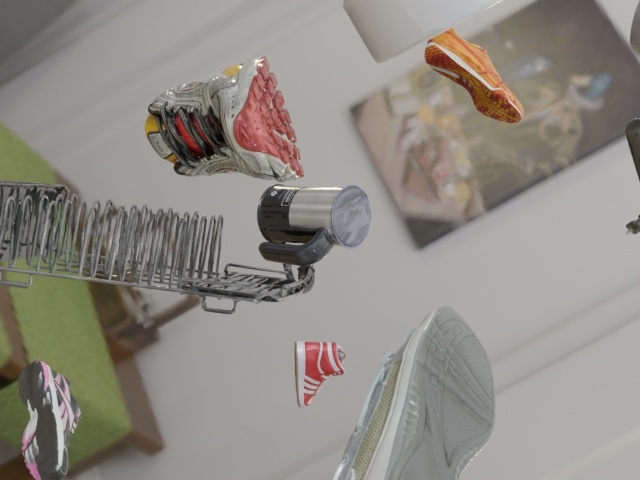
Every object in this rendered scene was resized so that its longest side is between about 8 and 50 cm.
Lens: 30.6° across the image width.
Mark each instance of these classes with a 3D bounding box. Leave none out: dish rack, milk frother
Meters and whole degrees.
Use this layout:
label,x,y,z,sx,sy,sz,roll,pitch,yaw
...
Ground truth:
label,x,y,z,sx,sy,sz,roll,pitch,yaw
dish rack,-0.147,0.003,0.924,0.208,0.272,0.074,-29,127,-83
milk frother,0.000,0.000,1.570,0.143,0.135,0.129,40,63,-43

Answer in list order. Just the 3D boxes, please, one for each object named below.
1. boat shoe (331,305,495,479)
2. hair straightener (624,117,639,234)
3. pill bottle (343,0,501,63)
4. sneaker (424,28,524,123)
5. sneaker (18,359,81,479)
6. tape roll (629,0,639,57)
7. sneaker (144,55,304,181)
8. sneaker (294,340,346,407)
label,x,y,z,sx,sy,sz,roll,pitch,yaw
boat shoe,0.072,0.180,1.027,0.118,0.103,0.320,50,38,-22
hair straightener,0.333,-0.010,1.162,0.047,0.089,0.230,3,-77,65
pill bottle,0.009,-0.222,0.508,0.272,0.152,0.152,61,7,-8
sneaker,0.217,-0.225,1.574,0.175,0.067,0.064,42,-29,-21
sneaker,-0.361,0.249,1.611,0.077,0.072,0.178,28,41,-45
tape roll,0.471,-0.299,1.408,0.072,0.219,0.219,40,-2,26
sneaker,-0.072,-0.074,0.828,0.225,0.093,0.088,-158,-132,-76
sneaker,0.000,0.175,1.523,0.042,0.067,0.118,-97,-175,-46
